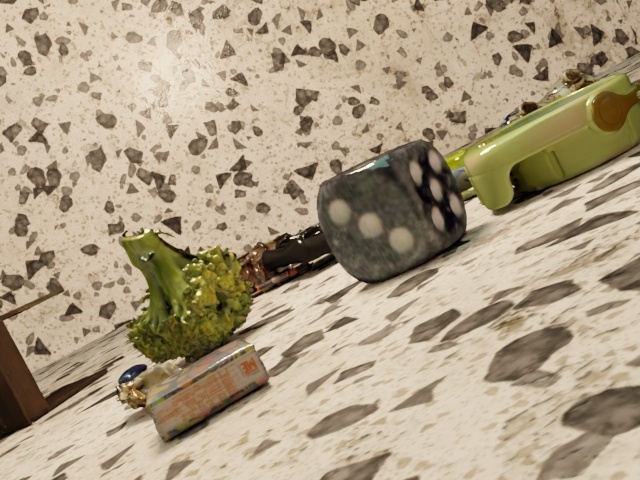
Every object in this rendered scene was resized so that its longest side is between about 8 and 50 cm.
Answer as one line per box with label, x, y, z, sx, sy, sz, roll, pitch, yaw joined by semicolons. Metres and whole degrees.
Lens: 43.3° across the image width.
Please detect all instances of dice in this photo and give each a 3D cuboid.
dice;0.116;-0.049;1.304;0.182;0.183;0.181;-23;4;36

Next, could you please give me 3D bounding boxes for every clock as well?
clock;0.420;-0.179;1.389;0.348;0.117;0.286;-25;5;15

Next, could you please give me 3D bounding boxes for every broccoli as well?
broccoli;-0.255;0.118;1.434;0.242;0.273;0.180;-27;37;26

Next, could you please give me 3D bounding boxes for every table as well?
table;-0.701;0.287;1.910;0.196;0.251;0.282;-26;4;30

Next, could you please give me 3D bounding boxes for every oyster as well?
oyster;-0.256;0.224;1.216;0.103;0.051;0.148;-27;19;-34

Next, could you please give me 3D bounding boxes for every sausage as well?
sausage;-0.102;0.097;1.940;0.198;0.025;0.028;-27;36;13

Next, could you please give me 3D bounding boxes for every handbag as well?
handbag;0.000;0.000;1.919;0.244;0.088;0.275;-22;4;-24

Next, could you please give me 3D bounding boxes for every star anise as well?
star anise;-0.148;0.052;2.249;0.236;0.109;0.223;-21;12;39

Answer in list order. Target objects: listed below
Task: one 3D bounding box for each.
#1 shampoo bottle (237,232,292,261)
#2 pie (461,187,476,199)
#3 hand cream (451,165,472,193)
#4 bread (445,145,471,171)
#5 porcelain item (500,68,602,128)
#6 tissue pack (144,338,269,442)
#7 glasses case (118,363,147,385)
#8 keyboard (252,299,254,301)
shampoo bottle;-0.226;0.081;2.488;0.323;0.084;0.129;-27;2;16
pie;0.334;-0.109;1.716;0.084;0.021;0.084;-28;0;0
hand cream;0.271;-0.107;1.750;0.271;0.091;0.058;-25;22;-33
bread;0.398;-0.215;2.224;0.130;0.071;0.139;-32;7;-15
porcelain item;0.505;-0.254;1.786;0.288;0.138;0.186;-34;-11;-19
tissue pack;-0.143;0.180;1.000;0.148;0.060;0.108;-29;6;-12
glasses case;-0.384;0.270;1.648;0.033;0.023;0.083;-27;4;18
keyboard;-0.247;0.183;1.884;0.196;0.015;0.074;-30;6;-28
